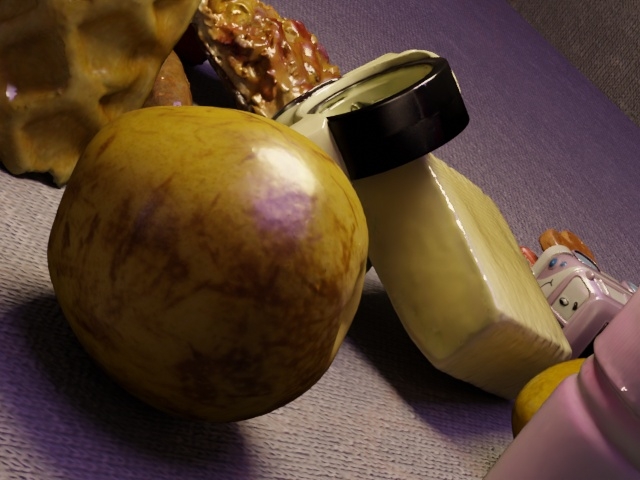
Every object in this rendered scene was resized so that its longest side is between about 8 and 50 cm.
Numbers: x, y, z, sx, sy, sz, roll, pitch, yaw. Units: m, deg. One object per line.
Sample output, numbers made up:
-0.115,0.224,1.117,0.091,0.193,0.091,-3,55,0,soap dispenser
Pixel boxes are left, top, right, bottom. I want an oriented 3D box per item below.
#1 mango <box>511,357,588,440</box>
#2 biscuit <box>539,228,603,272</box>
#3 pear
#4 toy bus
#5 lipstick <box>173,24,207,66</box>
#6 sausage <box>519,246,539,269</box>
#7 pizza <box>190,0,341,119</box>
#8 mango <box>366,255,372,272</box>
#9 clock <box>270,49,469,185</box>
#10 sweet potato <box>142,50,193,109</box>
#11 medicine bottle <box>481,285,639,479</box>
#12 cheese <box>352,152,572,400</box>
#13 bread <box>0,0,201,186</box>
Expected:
0.396,0.269,1.726,0.445,0.220,0.301,23,27,-10,mango
0.421,0.116,2.344,0.324,0.049,0.205,52,16,16,biscuit
-0.094,0.017,1.373,0.281,0.280,0.281,32,19,-12,pear
0.355,0.112,2.129,0.202,0.142,0.142,29,19,-24,toy bus
-0.248,-0.322,2.199,0.241,0.080,0.080,29,20,-22,lipstick
0.306,0.049,2.347,0.048,0.050,0.145,-13,36,-10,sausage
-0.051,-0.220,2.171,0.409,0.114,0.277,40,21,-35,pizza
-0.003,-0.005,1.844,0.163,0.089,0.117,10,41,-52,mango
-0.029,-0.090,1.728,0.120,0.379,0.276,69,-13,-15,clock
-0.203,-0.189,1.933,0.097,0.097,0.292,17,27,-46,sweet potato
0.269,0.216,1.424,0.212,0.325,0.212,31,18,-11,medicine bottle
0.159,0.040,1.845,0.242,0.124,0.265,61,15,24,cheese
-0.251,-0.211,1.671,0.196,0.252,0.238,22,18,-27,bread
